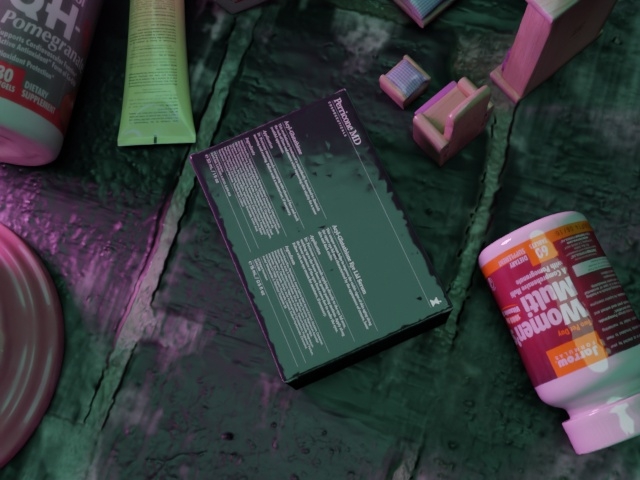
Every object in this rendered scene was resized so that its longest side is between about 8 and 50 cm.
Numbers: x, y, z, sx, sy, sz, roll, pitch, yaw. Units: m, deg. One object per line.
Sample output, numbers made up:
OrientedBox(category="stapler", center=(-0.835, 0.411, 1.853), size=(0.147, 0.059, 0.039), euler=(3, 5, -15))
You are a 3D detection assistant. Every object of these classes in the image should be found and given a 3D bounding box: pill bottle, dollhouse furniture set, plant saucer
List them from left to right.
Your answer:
OrientedBox(category="plant saucer", center=(-0.447, 0.112, 0.903), size=(0.332, 0.084, 0.332), euler=(-1, 76, 2))
OrientedBox(category="pill bottle", center=(-0.339, -0.259, 0.945), size=(0.176, 0.176, 0.318), euler=(10, 76, 6))
OrientedBox(category="dollhouse furniture set", center=(0.141, -0.304, 0.920), size=(0.286, 0.198, 0.303), euler=(-39, 76, -7))
OrientedBox(category="pill bottle", center=(0.255, 0.092, 0.849), size=(0.121, 0.121, 0.221), euler=(-22, 75, -3))

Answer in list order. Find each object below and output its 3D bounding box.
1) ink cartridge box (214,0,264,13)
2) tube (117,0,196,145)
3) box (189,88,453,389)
OrientedBox(category="ink cartridge box", center=(-0.085, -0.367, 0.887), size=(0.198, 0.273, 0.114), euler=(-16, 76, 22))
OrientedBox(category="tube", center=(-0.193, -0.228, 0.995), size=(0.070, 0.062, 0.240), euler=(-12, 76, 45))
OrientedBox(category="box", center=(0.000, 0.000, 0.897), size=(0.184, 0.103, 0.261), euler=(-24, 75, 0))
